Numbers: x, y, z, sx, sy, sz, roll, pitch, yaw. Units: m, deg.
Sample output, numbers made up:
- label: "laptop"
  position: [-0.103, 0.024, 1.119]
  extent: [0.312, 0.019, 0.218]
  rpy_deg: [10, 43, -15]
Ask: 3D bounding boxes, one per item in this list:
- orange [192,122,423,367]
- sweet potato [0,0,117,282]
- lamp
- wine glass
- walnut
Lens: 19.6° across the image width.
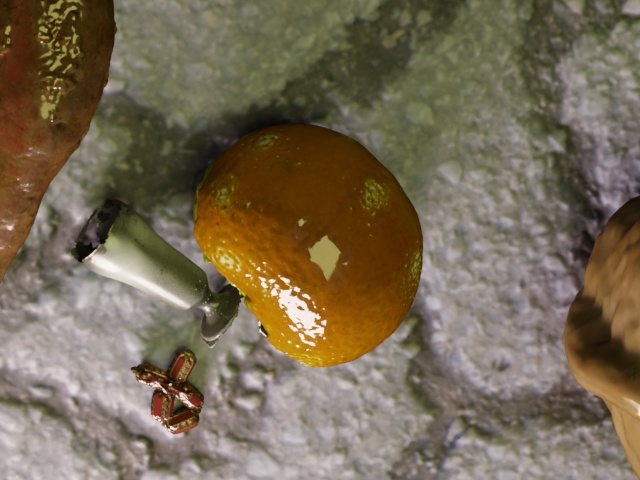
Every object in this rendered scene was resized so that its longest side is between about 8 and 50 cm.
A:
- label: "orange"
  position: [0.005, 0.002, 1.674]
  extent: [0.179, 0.158, 0.237]
  rpy_deg: [-51, 122, -33]
- label: "sweet potato"
  position: [-0.247, -0.107, 1.585]
  extent: [0.109, 0.109, 0.385]
  rpy_deg: [9, 107, -21]
- label: "lamp"
  position: [-0.141, 0.147, 1.755]
  extent: [0.063, 0.031, 0.083]
  rpy_deg: [-17, 119, -11]
- label: "wine glass"
  position: [-0.144, 0.030, 1.686]
  extent: [0.155, 0.072, 0.072]
  rpy_deg: [35, 96, -25]
- label: "walnut"
  position: [0.406, 0.097, 1.735]
  extent: [0.381, 0.381, 0.381]
  rpy_deg: [-6, 112, -16]
